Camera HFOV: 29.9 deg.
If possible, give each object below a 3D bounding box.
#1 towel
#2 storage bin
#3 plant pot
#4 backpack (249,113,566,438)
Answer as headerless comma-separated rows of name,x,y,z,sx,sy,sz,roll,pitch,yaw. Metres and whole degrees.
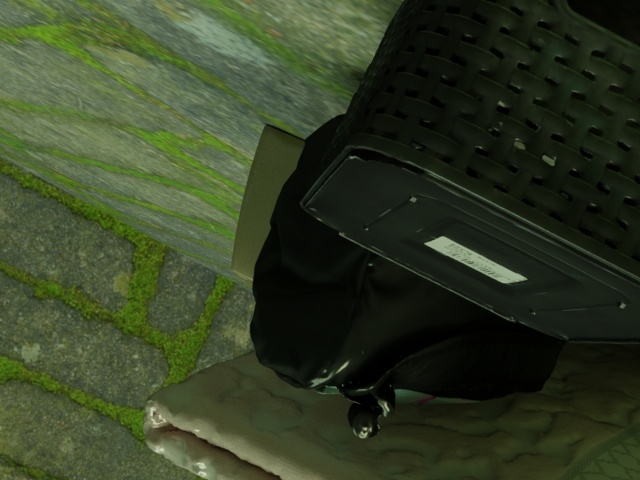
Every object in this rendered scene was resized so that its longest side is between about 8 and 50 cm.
towel,0.123,0.103,0.682,0.317,0.053,0.332,18,-160,35
storage bin,0.070,-0.028,0.404,0.122,0.084,0.180,26,172,-4
plant pot,0.000,0.000,0.807,0.109,0.096,0.109,24,173,15
backpack,0.056,0.015,0.610,0.115,0.152,0.182,28,-172,42
